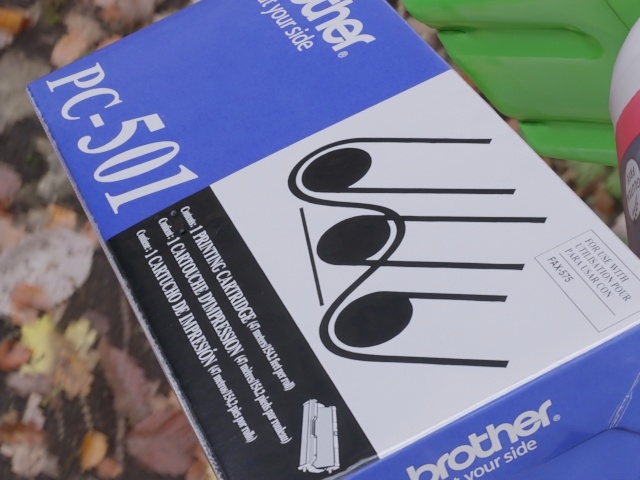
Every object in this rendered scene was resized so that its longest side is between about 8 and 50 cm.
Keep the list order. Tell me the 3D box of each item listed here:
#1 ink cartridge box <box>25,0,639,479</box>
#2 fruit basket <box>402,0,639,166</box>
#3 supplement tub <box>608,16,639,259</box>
[{"bbox_3d":[0.000,0.000,0.455,0.097,0.046,0.207,-27,35,-6],"label":"ink cartridge box"},{"bbox_3d":[0.267,-0.217,1.001,0.283,0.392,0.392,42,50,-44],"label":"fruit basket"},{"bbox_3d":[0.187,0.056,0.509,0.191,0.191,0.272,1,71,-18],"label":"supplement tub"}]
